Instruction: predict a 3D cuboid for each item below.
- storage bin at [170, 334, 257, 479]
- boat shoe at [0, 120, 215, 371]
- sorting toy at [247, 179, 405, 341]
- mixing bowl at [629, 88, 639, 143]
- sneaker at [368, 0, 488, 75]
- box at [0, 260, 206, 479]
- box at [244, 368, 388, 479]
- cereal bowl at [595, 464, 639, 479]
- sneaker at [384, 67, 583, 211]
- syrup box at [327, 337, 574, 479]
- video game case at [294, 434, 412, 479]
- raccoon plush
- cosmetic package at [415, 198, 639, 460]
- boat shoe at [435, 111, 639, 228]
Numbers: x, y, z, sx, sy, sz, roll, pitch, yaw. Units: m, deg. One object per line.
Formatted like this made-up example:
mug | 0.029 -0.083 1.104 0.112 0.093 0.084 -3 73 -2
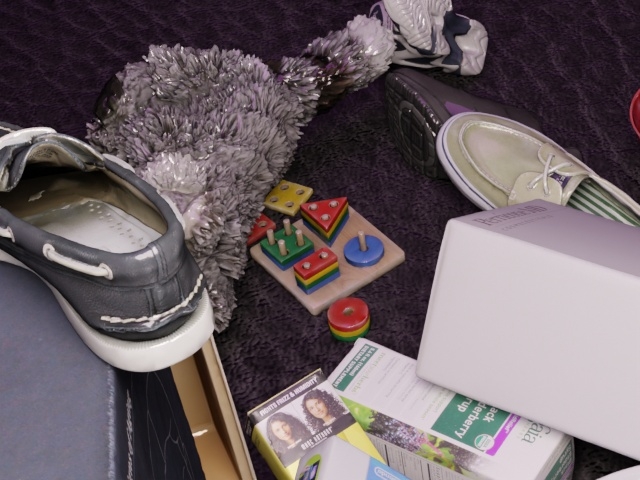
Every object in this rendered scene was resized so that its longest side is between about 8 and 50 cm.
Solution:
storage bin | -0.218 0.170 1.295 0.262 0.260 0.123 -20 39 -10
boat shoe | -0.174 -0.028 0.919 0.114 0.091 0.302 -34 45 -30
sorting toy | 0.000 0.000 1.586 0.132 0.046 0.274 -30 46 -20
mixing bowl | 0.446 -0.111 1.577 0.181 0.098 0.181 -6 42 5
sneaker | 0.099 -0.279 1.757 0.153 0.235 0.094 7 84 34
box | -0.225 0.298 0.977 0.297 0.472 0.480 -10 38 -1
box | 0.028 0.237 1.251 0.087 0.058 0.232 -29 73 -16
cereal bowl | 0.310 0.301 0.986 0.338 0.141 0.339 -1 23 0
sneaker | 0.191 -0.123 1.653 0.130 0.109 0.286 -30 55 -28
syrup box | 0.117 0.191 1.324 0.236 0.096 0.093 20 51 30
video game case | 0.080 0.323 1.101 0.269 0.061 0.244 32 45 -16
raccoon plush | -0.062 -0.106 1.532 0.446 0.216 0.299 -36 42 -7
cosmetic package | 0.344 0.103 1.259 0.453 0.162 0.230 18 16 27
boat shoe | 0.260 -0.052 1.475 0.302 0.094 0.109 33 75 10
